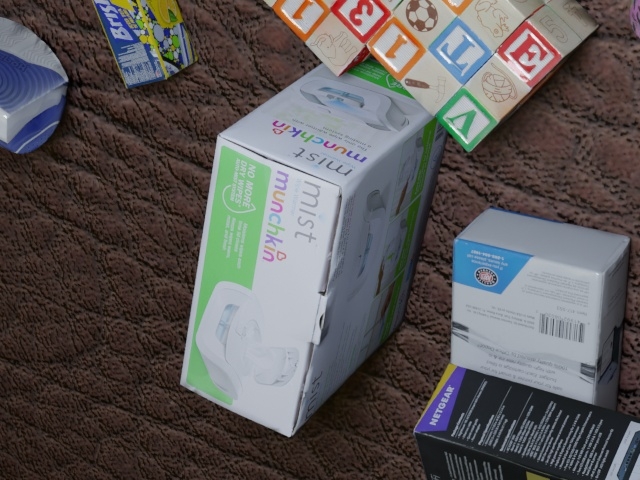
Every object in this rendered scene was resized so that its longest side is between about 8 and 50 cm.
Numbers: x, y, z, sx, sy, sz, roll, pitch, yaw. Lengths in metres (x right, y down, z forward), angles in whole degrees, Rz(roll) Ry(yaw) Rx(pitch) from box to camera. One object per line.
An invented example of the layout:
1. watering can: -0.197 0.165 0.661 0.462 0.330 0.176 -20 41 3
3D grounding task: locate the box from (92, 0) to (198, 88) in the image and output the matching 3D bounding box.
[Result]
1. box: -0.179 -0.234 1.589 0.054 0.059 0.169 -9 109 33

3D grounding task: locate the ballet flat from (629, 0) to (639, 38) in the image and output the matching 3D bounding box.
1. ballet flat: 0.314 -0.213 1.285 0.221 0.079 0.077 -26 87 38

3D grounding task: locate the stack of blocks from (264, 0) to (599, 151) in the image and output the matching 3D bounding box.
1. stack of blocks: 0.066 -0.219 1.429 0.297 0.087 0.171 46 129 3

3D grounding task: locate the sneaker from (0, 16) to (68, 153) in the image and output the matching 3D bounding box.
1. sneaker: -0.397 -0.148 1.739 0.315 0.127 0.182 29 130 24

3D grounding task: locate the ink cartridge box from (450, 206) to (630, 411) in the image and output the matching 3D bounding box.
1. ink cartridge box: 0.194 0.081 1.509 0.140 0.082 0.190 14 122 25

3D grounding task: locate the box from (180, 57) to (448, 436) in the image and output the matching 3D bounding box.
1. box: 0.000 0.000 1.492 0.127 0.231 0.262 24 125 19

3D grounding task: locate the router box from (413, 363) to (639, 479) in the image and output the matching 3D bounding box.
1. router box: 0.228 0.256 1.505 0.243 0.081 0.309 15 146 24
